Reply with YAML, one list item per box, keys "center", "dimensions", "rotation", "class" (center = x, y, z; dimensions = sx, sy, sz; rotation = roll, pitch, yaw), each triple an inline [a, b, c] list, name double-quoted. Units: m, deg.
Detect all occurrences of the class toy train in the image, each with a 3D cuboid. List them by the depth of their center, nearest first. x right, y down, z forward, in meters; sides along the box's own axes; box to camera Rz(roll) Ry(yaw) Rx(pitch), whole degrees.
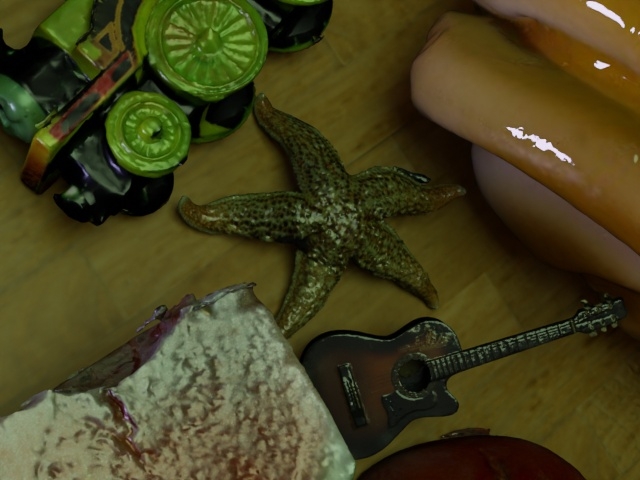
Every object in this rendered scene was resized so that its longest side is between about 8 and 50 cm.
- center: [-0.101, -0.144, 0.929]
  dimensions: [0.160, 0.100, 0.296]
  rotation: [40, 66, -2]
  class: "toy train"

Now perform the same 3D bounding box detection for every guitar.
- center: [0.099, 0.080, 0.951]
  dimensions: [0.233, 0.025, 0.088]
  rotation: [-18, 94, -3]
  class: "guitar"

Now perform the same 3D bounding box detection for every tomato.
- center: [0.115, 0.235, 0.943]
  dimensions: [0.225, 0.085, 0.225]
  rotation: [4, 79, -22]
  class: "tomato"

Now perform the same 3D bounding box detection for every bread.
- center: [0.265, -0.064, 1.024]
  dimensions: [0.424, 0.329, 0.245]
  rotation: [39, 107, -11]
  class: "bread"

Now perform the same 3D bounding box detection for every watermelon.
- center: [-0.148, 0.149, 0.770]
  dimensions: [0.305, 0.224, 0.180]
  rotation: [-30, 132, -26]
  class: "watermelon"

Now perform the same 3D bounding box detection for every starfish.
- center: [0.000, 0.000, 0.972]
  dimensions: [0.208, 0.053, 0.176]
  rotation: [21, 80, -12]
  class: "starfish"
